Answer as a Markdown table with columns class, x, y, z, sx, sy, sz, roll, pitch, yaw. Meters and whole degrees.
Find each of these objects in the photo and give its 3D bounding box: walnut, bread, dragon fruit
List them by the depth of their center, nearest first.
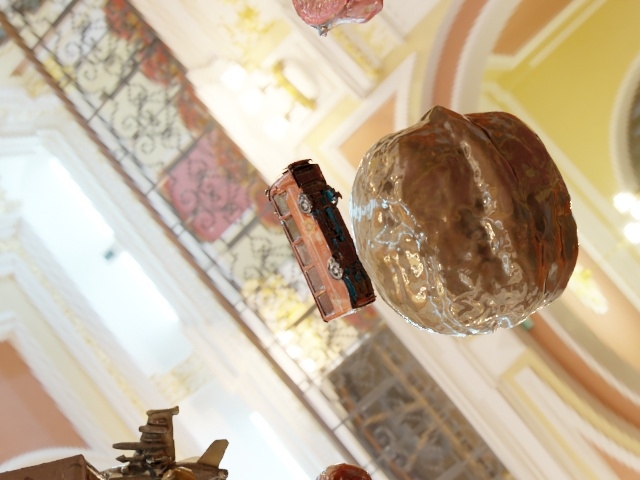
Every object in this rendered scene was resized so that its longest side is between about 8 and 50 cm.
| class | x | y | z | sx | sy | sz | roll | pitch | yaw |
| --- | --- | --- | --- | --- | --- | --- | --- | --- | --- |
| walnut | 0.131 | -0.018 | 1.076 | 0.224 | 0.224 | 0.224 | 38 | -157 | -19 |
| dragon fruit | 0.046 | -0.276 | 1.163 | 0.111 | 0.153 | 0.153 | 4 | -138 | -28 |
| bread | -0.176 | 0.307 | 1.359 | 0.049 | 0.088 | 0.034 | 15 | 153 | 23 |

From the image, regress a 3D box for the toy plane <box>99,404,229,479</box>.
| class | x | y | z | sx | sy | sz | roll | pitch | yaw |
| --- | --- | --- | --- | --- | --- | --- | --- | --- | --- |
| toy plane | -0.241 | 0.304 | 1.418 | 0.262 | 0.192 | 0.088 | -4 | -176 | -15 |

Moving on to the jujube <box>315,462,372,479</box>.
| class | x | y | z | sx | sy | sz | roll | pitch | yaw |
| --- | --- | --- | --- | --- | --- | --- | --- | --- | --- |
| jujube | 0.028 | 0.404 | 1.631 | 0.109 | 0.112 | 0.176 | 42 | -131 | -59 |

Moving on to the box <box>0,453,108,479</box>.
| class | x | y | z | sx | sy | sz | roll | pitch | yaw |
| --- | --- | --- | --- | --- | --- | --- | --- | --- | --- |
| box | -0.302 | 0.417 | 1.249 | 0.225 | 0.190 | 0.297 | 73 | -176 | -57 |

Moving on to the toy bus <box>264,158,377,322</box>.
| class | x | y | z | sx | sy | sz | roll | pitch | yaw |
| --- | --- | --- | --- | --- | --- | --- | --- | --- | --- |
| toy bus | 0.000 | 0.000 | 1.685 | 0.073 | 0.096 | 0.235 | -17 | -102 | -48 |
